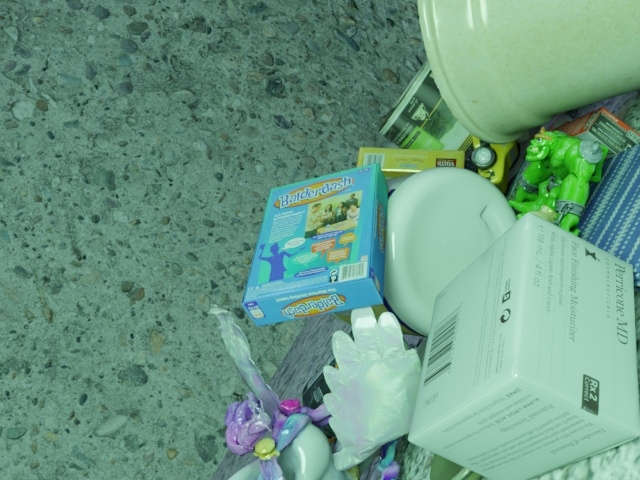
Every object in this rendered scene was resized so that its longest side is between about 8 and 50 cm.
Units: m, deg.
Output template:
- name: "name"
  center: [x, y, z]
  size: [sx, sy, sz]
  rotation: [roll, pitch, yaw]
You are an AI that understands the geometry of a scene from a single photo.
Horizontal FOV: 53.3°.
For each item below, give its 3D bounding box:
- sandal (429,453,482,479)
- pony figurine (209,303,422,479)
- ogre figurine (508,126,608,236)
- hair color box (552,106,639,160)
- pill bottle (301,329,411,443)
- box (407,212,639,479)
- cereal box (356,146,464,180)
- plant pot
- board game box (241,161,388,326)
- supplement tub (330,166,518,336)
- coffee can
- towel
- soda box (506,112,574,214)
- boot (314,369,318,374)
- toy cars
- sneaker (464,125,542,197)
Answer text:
- name: "sandal"
  center: [0.169, 0.150, 0.764]
  size: [0.120, 0.086, 0.303]
  rotation: [131, 159, -62]
- name: "pony figurine"
  center: [-0.020, 0.268, 0.798]
  size: [0.302, 0.351, 0.363]
  rotation: [3, 39, 36]
- name: "ogre figurine"
  center: [0.298, -0.077, 0.804]
  size: [0.197, 0.096, 0.118]
  rotation: [-22, -45, -68]
- name: "hair color box"
  center: [0.378, -0.136, 0.899]
  size: [0.043, 0.072, 0.141]
  rotation: [-55, 4, -5]
- name: "pill bottle"
  center: [0.053, 0.267, 1.151]
  size: [0.246, 0.130, 0.130]
  rotation: [-54, 4, 29]
- name: "box"
  center: [0.187, 0.107, 0.602]
  size: [0.182, 0.119, 0.181]
  rotation: [-56, 12, 50]
- name: "cereal box"
  center: [0.165, -0.092, 1.126]
  size: [0.240, 0.172, 0.048]
  rotation: [59, -143, -70]
- name: "plant pot"
  center: [0.334, -0.298, 0.754]
  size: [0.305, 0.334, 0.334]
  rotation: [-1, 47, 45]
- name: "board game box"
  center: [0.000, 0.000, 0.789]
  size: [0.160, 0.047, 0.210]
  rotation: [-12, 41, 20]
- name: "supplement tub"
  center: [0.120, 0.025, 0.993]
  size: [0.241, 0.241, 0.331]
  rotation: [-57, 19, -17]
- name: "coffee can"
  center: [0.290, -0.233, 1.345]
  size: [0.202, 0.275, 0.201]
  rotation: [-56, 3, 4]
- name: "towel"
  center: [0.341, -0.023, 0.737]
  size: [0.243, 0.040, 0.336]
  rotation: [-55, 4, -18]
- name: "soda box"
  center: [0.363, -0.119, 1.022]
  size: [0.183, 0.063, 0.058]
  rotation: [-57, 3, -26]
- name: "boot"
  center: [-0.007, 0.381, 1.387]
  size: [0.161, 0.083, 0.246]
  rotation: [-62, 2, -2]
- name: "toy cars"
  center: [0.290, -0.226, 1.060]
  size: [0.087, 0.177, 0.394]
  rotation: [-10, 35, 18]
- name: "sneaker"
  center: [0.360, -0.169, 1.191]
  size: [0.120, 0.112, 0.299]
  rotation: [8, 49, 48]
